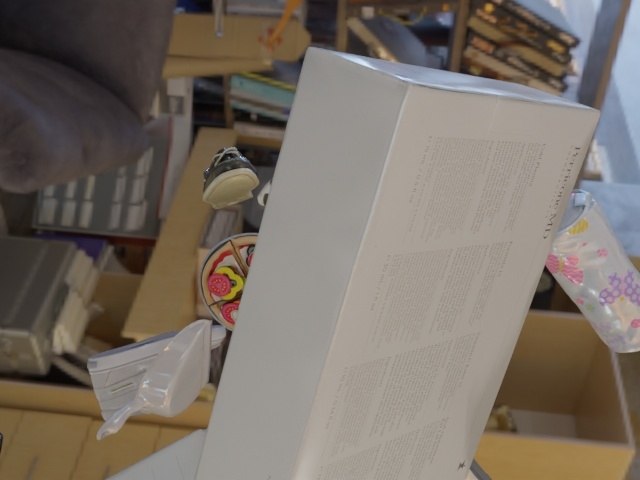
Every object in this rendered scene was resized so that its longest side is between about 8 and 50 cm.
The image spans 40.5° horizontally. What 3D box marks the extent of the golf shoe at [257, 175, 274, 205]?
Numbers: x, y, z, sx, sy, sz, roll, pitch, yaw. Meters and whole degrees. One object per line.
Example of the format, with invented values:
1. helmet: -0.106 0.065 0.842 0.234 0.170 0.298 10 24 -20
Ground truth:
1. golf shoe: -0.027 -0.060 1.535 0.198 0.094 0.077 33 35 -38

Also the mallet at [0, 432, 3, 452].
1. mallet: -0.391 0.260 0.910 0.190 0.039 0.062 -64 170 -77

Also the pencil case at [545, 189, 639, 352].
1. pencil case: 0.430 0.050 1.333 0.124 0.273 0.113 -21 -152 49

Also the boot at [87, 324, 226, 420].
1. boot: -0.278 0.234 1.537 0.095 0.258 0.123 -4 -82 60

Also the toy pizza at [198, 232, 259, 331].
1. toy pizza: -0.113 0.083 1.495 0.032 0.201 0.201 -76 171 -66

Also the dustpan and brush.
1. dustpan and brush: -0.230 0.212 1.213 0.211 0.060 0.147 -54 159 -48

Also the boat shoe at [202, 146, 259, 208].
1. boat shoe: -0.139 -0.097 1.265 0.233 0.084 0.079 157 -82 -82

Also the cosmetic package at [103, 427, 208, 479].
1. cosmetic package: -0.236 0.569 1.441 0.327 0.393 0.329 46 16 -58

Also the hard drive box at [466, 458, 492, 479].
1. hard drive box: 0.127 0.384 1.167 0.181 0.232 0.089 53 7 -30

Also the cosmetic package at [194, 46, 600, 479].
1. cosmetic package: 0.063 0.057 0.683 0.284 0.097 0.377 -3 115 -48
